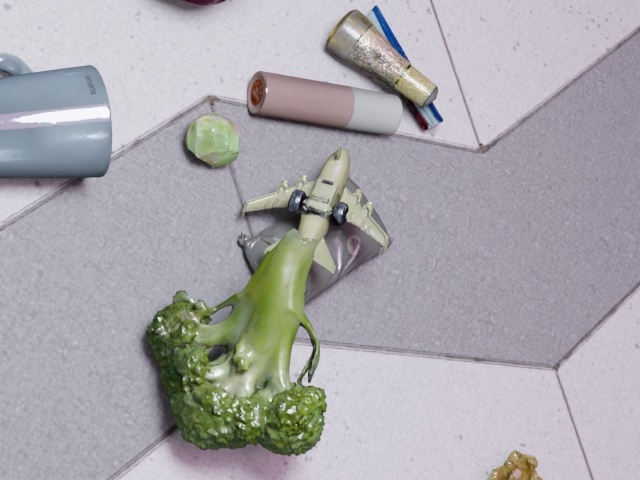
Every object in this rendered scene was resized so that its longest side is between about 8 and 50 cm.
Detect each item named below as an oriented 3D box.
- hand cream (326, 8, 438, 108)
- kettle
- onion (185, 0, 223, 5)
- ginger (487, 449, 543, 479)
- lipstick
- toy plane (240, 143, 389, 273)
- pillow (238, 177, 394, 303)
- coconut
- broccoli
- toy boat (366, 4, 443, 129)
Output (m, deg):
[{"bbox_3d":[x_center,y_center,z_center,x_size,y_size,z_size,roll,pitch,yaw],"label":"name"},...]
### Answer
[{"bbox_3d":[0.110,-0.295,2.123,0.203,0.084,0.084,37,59,2],"label":"hand cream"},{"bbox_3d":[-0.433,-0.179,1.769,0.243,0.160,0.210,-6,60,-26],"label":"kettle"},{"bbox_3d":[-0.240,-0.496,1.962,0.349,0.159,0.267,26,53,-19],"label":"onion"},{"bbox_3d":[0.289,0.415,2.065,0.193,0.052,0.176,33,62,-27],"label":"ginger"},{"bbox_3d":[0.009,-0.221,2.077,0.254,0.070,0.070,6,72,-29],"label":"lipstick"},{"bbox_3d":[0.003,-0.056,1.958,0.229,0.092,0.244,15,56,9],"label":"toy plane"},{"bbox_3d":[0.000,0.000,2.013,0.255,0.059,0.169,-37,93,-32],"label":"pillow"},{"bbox_3d":[-0.165,-0.157,1.951,0.082,0.083,0.081,35,51,-66],"label":"coconut"},{"bbox_3d":[-0.116,0.159,1.835,0.254,0.186,0.302,-4,74,10],"label":"broccoli"},{"bbox_3d":[0.137,-0.292,2.181,0.046,0.080,0.229,-32,94,1],"label":"toy boat"}]
